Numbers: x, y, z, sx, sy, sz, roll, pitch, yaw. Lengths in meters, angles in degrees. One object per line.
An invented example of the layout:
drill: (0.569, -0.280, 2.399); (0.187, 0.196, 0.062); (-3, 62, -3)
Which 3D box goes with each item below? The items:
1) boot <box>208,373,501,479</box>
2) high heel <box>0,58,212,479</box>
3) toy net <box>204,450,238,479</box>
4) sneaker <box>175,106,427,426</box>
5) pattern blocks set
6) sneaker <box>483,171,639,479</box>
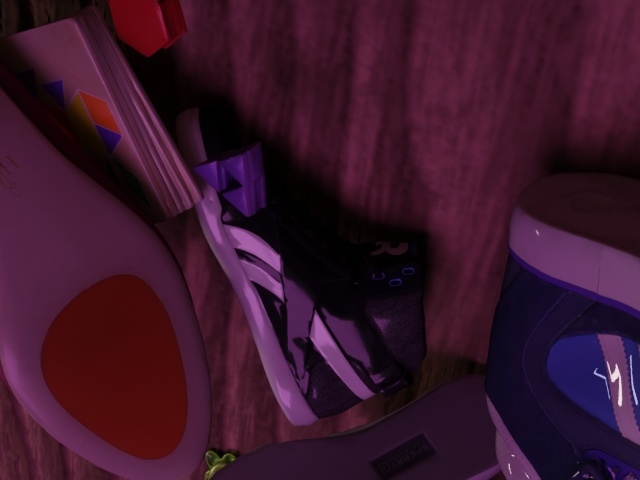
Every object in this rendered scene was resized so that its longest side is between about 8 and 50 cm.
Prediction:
boot: (0.016, 0.178, 1.153); (0.095, 0.258, 0.123); (60, 150, 22)
high heel: (-0.190, -0.020, 1.073); (0.377, 0.127, 0.181); (63, 166, -20)
toy net: (-0.017, 0.265, 1.345); (0.232, 0.045, 0.122); (40, 115, 21)
sneaker: (0.000, 0.000, 1.098); (0.121, 0.079, 0.216); (-21, 105, 6)
pattern blocks set: (-0.162, -0.065, 1.081); (0.325, 0.026, 0.285); (2, 119, 40)
sneaker: (0.220, 0.117, 0.961); (0.323, 0.130, 0.236); (29, 129, 43)
